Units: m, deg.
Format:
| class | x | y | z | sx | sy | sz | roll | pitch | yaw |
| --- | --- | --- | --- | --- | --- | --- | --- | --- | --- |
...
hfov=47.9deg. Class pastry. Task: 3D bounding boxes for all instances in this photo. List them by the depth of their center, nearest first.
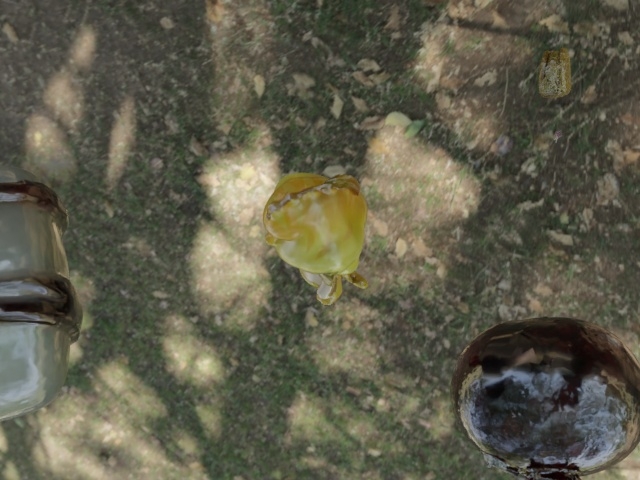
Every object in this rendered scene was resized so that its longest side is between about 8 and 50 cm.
| class | x | y | z | sx | sy | sz | roll | pitch | yaw |
| --- | --- | --- | --- | --- | --- | --- | --- | --- | --- |
| pastry | 0.480 | -0.342 | 1.473 | 0.057 | 0.109 | 0.097 | 0 | 130 | 26 |

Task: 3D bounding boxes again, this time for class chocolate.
| class | x | y | z | sx | sy | sz | roll | pitch | yaw |
| --- | --- | --- | --- | --- | --- | --- | --- | --- | --- |
| chocolate | -0.310 | 0.043 | 0.638 | 0.186 | 0.283 | 0.284 | -8 | 119 | -10 |

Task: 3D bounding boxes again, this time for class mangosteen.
| class | x | y | z | sx | sy | sz | roll | pitch | yaw |
| --- | --- | --- | --- | --- | --- | --- | --- | --- | --- |
| mangosteen | 0.277 | 0.224 | 0.880 | 0.235 | 0.261 | 0.235 | 5 | 157 | 2 |

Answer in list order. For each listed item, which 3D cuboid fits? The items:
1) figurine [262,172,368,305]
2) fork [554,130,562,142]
| class | x | y | z | sx | sy | sz | roll | pitch | yaw |
| --- | --- | --- | --- | --- | --- | --- | --- | --- | --- |
| figurine | 0.000 | 0.000 | 0.900 | 0.156 | 0.131 | 0.246 | 61 | 171 | 26 |
| fork | 0.503 | -0.220 | 1.532 | 0.012 | 0.115 | 0.016 | -26 | 95 | 28 |
